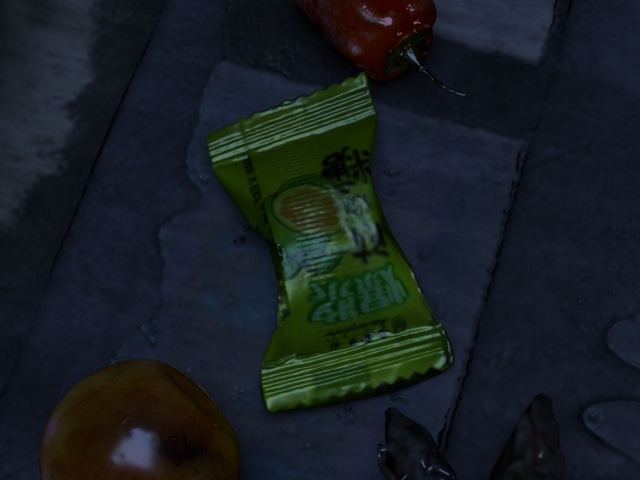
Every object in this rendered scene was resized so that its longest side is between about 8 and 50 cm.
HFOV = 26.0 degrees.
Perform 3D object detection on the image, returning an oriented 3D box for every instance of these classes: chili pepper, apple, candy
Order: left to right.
[{"bbox_3d":[-0.122,0.152,0.968,0.146,0.146,0.146,-1,70,3],"label":"apple"},{"bbox_3d":[0.000,0.000,1.059,0.149,0.069,0.246,-15,71,-5],"label":"candy"},{"bbox_3d":[0.051,-0.174,1.113,0.086,0.084,0.192,-46,68,5],"label":"chili pepper"}]

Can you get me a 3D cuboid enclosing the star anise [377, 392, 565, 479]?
[{"bbox_3d":[0.115,0.255,0.932,0.331,0.117,0.332,-1,75,4],"label":"star anise"}]
